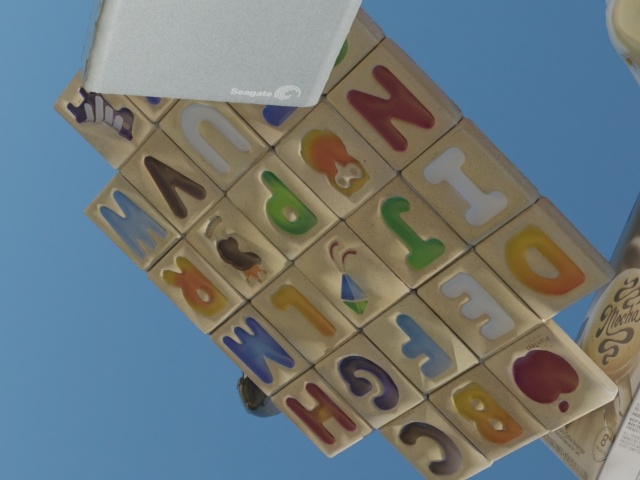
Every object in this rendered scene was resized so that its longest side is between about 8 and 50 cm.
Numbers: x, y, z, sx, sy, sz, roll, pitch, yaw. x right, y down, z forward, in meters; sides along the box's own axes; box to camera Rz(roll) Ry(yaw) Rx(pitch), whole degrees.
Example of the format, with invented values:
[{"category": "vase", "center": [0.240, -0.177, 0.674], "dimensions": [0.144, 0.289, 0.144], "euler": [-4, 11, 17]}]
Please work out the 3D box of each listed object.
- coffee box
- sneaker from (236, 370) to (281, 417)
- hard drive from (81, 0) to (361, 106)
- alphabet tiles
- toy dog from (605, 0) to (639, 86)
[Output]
[{"category": "coffee box", "center": [0.335, 0.094, 1.418], "dimensions": [0.168, 0.118, 0.297], "euler": [-133, -115, -74]}, {"category": "sneaker", "center": [0.068, 0.079, 1.237], "dimensions": [0.283, 0.107, 0.124], "euler": [-34, -113, -8]}, {"category": "hard drive", "center": [-0.029, -0.099, 0.531], "dimensions": [0.135, 0.094, 0.022], "euler": [117, -30, -53]}, {"category": "alphabet tiles", "center": [0.000, 0.000, 0.862], "dimensions": [0.285, 0.342, 0.011], "euler": [-40, -173, 48]}, {"category": "toy dog", "center": [0.344, -0.047, 0.992], "dimensions": [0.408, 0.284, 0.395], "euler": [65, -21, -9]}]
